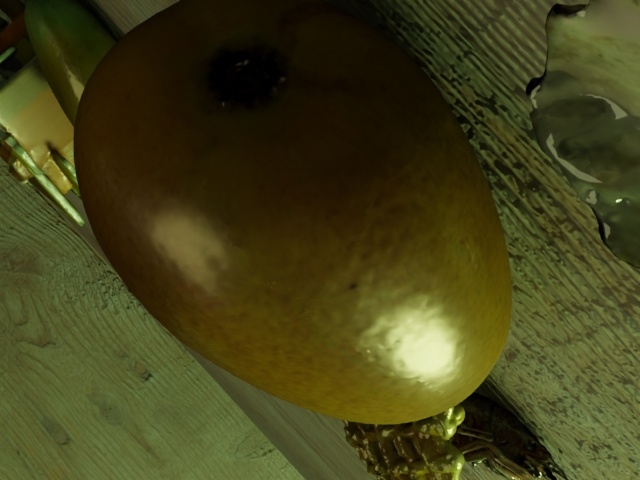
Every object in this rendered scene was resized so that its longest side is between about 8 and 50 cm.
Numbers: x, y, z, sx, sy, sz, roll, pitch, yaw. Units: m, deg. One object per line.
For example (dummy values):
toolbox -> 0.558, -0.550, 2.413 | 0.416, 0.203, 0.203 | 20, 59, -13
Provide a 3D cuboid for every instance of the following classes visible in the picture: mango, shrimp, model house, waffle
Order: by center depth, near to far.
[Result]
mango -> 0.000, 0.000, 0.621 | 0.264, 0.221, 0.378 | 27, 164, 39
shrimp -> 0.164, 0.194, 0.886 | 0.190, 0.075, 0.073 | 24, 119, 35
waffle -> 0.062, 0.147, 0.903 | 0.243, 0.058, 0.238 | 46, 142, 42
mango -> -0.263, -0.191, 1.037 | 0.130, 0.092, 0.195 | 25, 147, 56
model house -> -0.403, -0.149, 1.240 | 0.313, 0.242, 0.357 | 49, 162, -13

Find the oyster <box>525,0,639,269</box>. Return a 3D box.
oyster -> 0.180, -0.022, 0.349 | 0.223, 0.083, 0.214 | 53, 160, 1
